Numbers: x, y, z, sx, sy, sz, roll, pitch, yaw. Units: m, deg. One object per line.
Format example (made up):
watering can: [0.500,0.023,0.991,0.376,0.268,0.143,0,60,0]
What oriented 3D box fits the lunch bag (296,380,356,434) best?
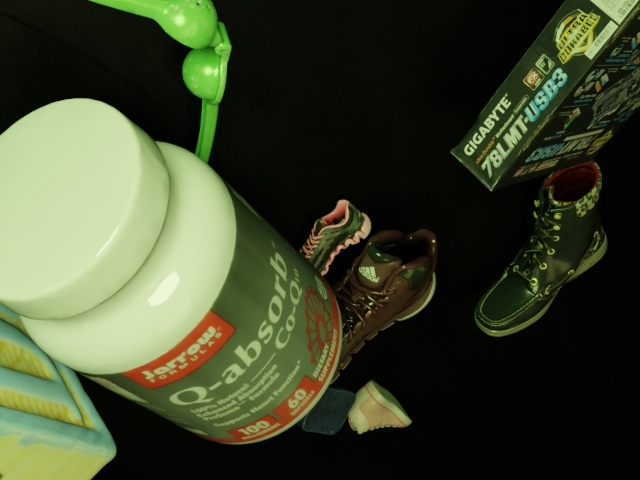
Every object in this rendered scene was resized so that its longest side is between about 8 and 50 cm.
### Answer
lunch bag: [-0.006,0.210,1.376,0.098,0.065,0.067,24,96,-51]

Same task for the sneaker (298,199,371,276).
sneaker: [0.000,0.000,1.170,0.119,0.047,0.057,-44,139,-7]

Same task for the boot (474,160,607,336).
boot: [0.295,0.009,1.418,0.236,0.085,0.178,-37,144,-15]

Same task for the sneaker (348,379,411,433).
sneaker: [0.078,0.251,1.515,0.070,0.051,0.134,-41,142,5]

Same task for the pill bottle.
pill bottle: [-0.138,0.040,0.933,0.210,0.210,0.363,-42,146,2]

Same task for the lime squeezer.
lime squeezer: [-0.122,-0.145,0.878,0.110,0.059,0.310,-38,146,-3]

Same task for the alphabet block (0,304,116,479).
alphabet block: [-0.334,0.167,0.909,0.197,0.193,0.192,-45,144,7]

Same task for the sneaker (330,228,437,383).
sneaker: [0.024,0.068,1.192,0.281,0.106,0.162,-36,161,-22]

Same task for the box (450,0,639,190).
box: [0.310,-0.195,1.126,0.295,0.073,0.293,-15,149,-52]
